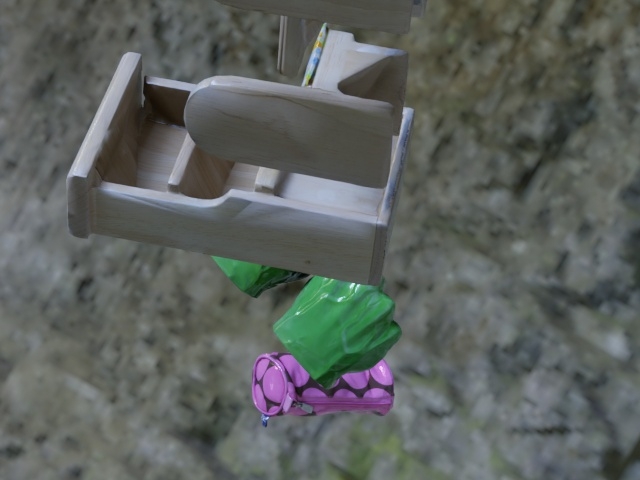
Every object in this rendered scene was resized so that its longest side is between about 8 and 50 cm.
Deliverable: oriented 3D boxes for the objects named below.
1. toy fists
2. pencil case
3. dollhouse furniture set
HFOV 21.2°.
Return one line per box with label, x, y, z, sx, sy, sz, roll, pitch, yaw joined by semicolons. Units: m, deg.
toy fists;-0.014;0.040;2.084;0.279;0.142;0.096;51;12;15
pencil case;0.009;0.202;2.331;0.209;0.095;0.098;1;16;-37
dollhouse furniture set;-0.047;-0.180;1.298;0.257;0.394;0.362;10;42;4
